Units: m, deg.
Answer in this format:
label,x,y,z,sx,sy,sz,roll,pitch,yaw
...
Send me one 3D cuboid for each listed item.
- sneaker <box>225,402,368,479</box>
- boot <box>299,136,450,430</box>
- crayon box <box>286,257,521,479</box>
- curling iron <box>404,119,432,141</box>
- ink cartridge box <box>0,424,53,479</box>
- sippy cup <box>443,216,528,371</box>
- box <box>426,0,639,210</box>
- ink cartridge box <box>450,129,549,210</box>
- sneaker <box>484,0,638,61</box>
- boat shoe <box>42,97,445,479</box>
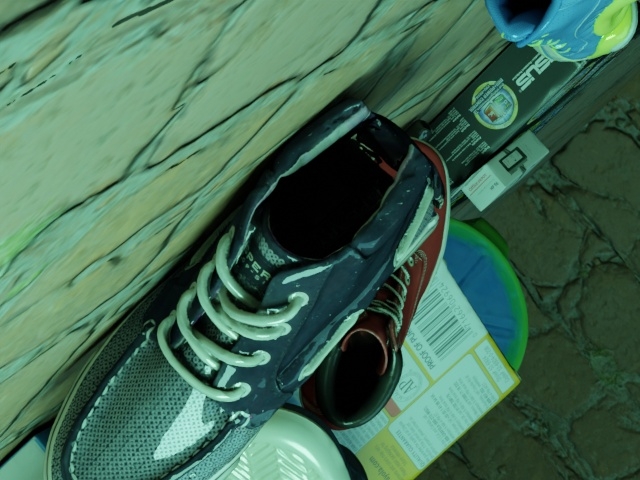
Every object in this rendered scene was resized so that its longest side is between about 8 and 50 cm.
label,x,y,z,sx,sy,sz,roll,pitch,yaw
sneaker,-0.019,0.196,1.506,0.350,0.131,0.148,92,18,-55
boot,0.050,0.029,1.477,0.176,0.088,0.244,120,-12,-82
crayon box,0.001,0.156,1.670,0.323,0.083,0.203,-42,134,-7
curling iron,0.000,0.000,1.615,0.274,0.035,0.068,-44,175,20
ink cartridge box,-0.200,0.197,1.521,0.134,0.078,0.231,-43,175,17
sippy cup,0.092,0.109,2.289,0.305,0.240,0.224,-10,169,-30
box,0.166,-0.115,1.753,0.270,0.060,0.216,-45,174,29
ink cartridge box,0.156,-0.057,1.670,0.083,0.028,0.048,-37,173,-35
sneaker,0.143,-0.162,1.208,0.126,0.091,0.240,-21,169,-16
boat shoe,-0.058,0.046,1.213,0.340,0.127,0.158,-49,169,-7
